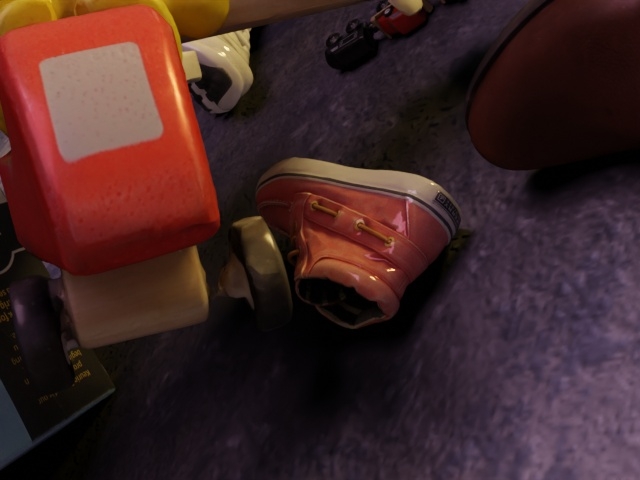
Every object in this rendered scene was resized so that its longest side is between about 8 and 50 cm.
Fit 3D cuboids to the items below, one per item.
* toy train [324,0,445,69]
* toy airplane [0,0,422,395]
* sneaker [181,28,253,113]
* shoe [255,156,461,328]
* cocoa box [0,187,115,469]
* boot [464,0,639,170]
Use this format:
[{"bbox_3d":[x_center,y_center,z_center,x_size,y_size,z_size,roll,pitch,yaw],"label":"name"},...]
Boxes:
[{"bbox_3d":[0.066,-0.180,0.783,0.158,0.027,0.036,-29,38,31],"label":"toy train"},{"bbox_3d":[-0.148,-0.125,0.586,0.384,0.273,0.386,8,34,27],"label":"toy airplane"},{"bbox_3d":[-0.113,-0.214,0.992,0.118,0.110,0.292,-37,30,0],"label":"sneaker"},{"bbox_3d":[0.000,0.000,0.611,0.178,0.063,0.081,8,56,52],"label":"shoe"},{"bbox_3d":[-0.353,0.108,0.644,0.231,0.228,0.347,-30,1,27],"label":"cocoa box"},{"bbox_3d":[0.170,-0.007,0.409,0.264,0.096,0.281,-16,48,31],"label":"boot"}]
